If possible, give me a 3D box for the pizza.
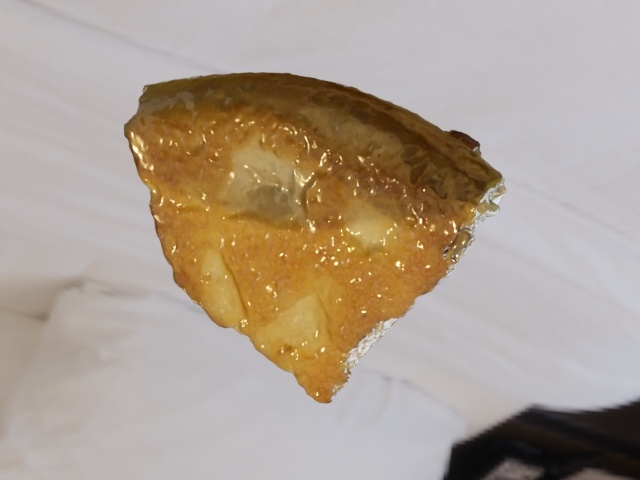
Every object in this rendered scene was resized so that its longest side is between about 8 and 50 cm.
[{"bbox_3d":[0.000,0.000,0.692,0.182,0.161,0.062,2,-168,20],"label":"pizza"}]
